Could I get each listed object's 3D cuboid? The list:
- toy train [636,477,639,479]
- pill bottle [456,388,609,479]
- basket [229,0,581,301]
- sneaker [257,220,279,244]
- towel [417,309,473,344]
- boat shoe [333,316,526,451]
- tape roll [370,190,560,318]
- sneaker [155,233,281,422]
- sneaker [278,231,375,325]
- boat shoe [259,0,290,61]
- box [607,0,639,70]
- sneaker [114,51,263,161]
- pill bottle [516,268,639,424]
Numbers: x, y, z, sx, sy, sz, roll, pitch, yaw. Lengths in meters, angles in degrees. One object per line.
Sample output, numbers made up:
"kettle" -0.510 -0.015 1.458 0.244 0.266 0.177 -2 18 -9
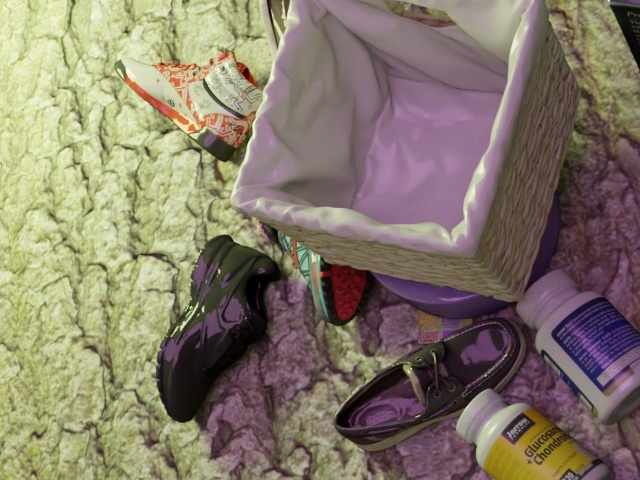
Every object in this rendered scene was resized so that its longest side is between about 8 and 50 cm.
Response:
"toy train" 0.443 0.328 1.329 0.334 0.142 0.190 -44 49 20
"pill bottle" 0.264 0.272 1.456 0.184 0.103 0.103 38 93 29
"basket" 0.120 -0.127 1.444 0.328 0.266 0.331 11 79 28
"sneaker" -0.068 -0.053 1.749 0.057 0.047 0.119 -10 72 11
"towel" 0.173 0.113 1.600 0.083 0.009 0.060 -8 71 23
"boat shoe" 0.143 0.194 1.541 0.285 0.092 0.103 -31 67 17
"tape roll" 0.186 -0.035 1.586 0.274 0.090 0.275 -9 70 24
"sneaker" -0.150 0.136 1.698 0.130 0.109 0.286 17 85 22
"sneaker" 0.000 0.000 1.684 0.125 0.104 0.262 -22 73 51
"boat shoe" -0.028 -0.304 1.763 0.096 0.116 0.324 -13 74 17
"box" 0.510 -0.313 1.342 0.212 0.395 0.294 14 81 28
"sneaker" -0.201 -0.253 1.844 0.270 0.090 0.145 39 93 26
"pill bottle" 0.339 0.130 1.457 0.112 0.112 0.187 -44 62 8
